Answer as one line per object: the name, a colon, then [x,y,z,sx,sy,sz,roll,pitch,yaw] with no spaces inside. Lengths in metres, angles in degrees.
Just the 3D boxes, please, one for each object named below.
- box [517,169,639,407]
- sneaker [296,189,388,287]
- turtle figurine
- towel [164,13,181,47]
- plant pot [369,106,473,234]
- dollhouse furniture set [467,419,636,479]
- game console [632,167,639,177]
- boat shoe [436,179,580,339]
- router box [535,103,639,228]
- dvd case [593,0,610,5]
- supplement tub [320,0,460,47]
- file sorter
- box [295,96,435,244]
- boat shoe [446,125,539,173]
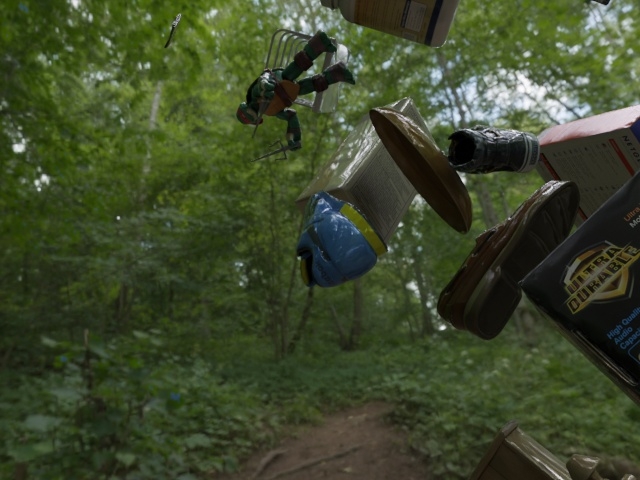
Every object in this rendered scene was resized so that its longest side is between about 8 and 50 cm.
box: [0.320,0.023,0.306,0.295,0.293,0.073,-45,-49,6]
sneaker: [0.000,0.000,0.586,0.082,0.069,0.209,-40,15,-2]
turtle figurine: [-0.064,-0.243,0.947,0.234,0.118,0.175,-36,-22,9]
towel: [-0.326,-0.463,1.234,0.009,0.083,0.060,22,-54,-18]
plant pot: [0.156,-0.111,0.841,0.032,0.236,0.236,-38,-26,2]
dollhouse furniture set: [0.185,0.371,0.629,0.355,0.174,0.303,-10,-52,-48]
game console: [0.487,-0.127,0.690,0.361,0.044,0.213,-25,-17,-35]
boat shoe: [0.299,0.013,0.909,0.307,0.104,0.110,-48,-57,-14]
router box: [0.608,-0.091,1.110,0.082,0.335,0.301,-41,11,-10]
dvd case: [0.320,-0.429,0.739,0.221,0.018,0.164,15,-64,-8]
supplement tub: [0.177,-0.608,1.319,0.316,0.228,0.228,19,-25,6]
file sorter: [-0.035,-0.483,1.597,0.173,0.193,0.277,18,16,7]
box: [0.101,-0.124,1.063,0.121,0.311,0.148,-12,-59,43]
boat shoe: [0.187,-0.117,0.705,0.083,0.065,0.183,1,8,-13]
